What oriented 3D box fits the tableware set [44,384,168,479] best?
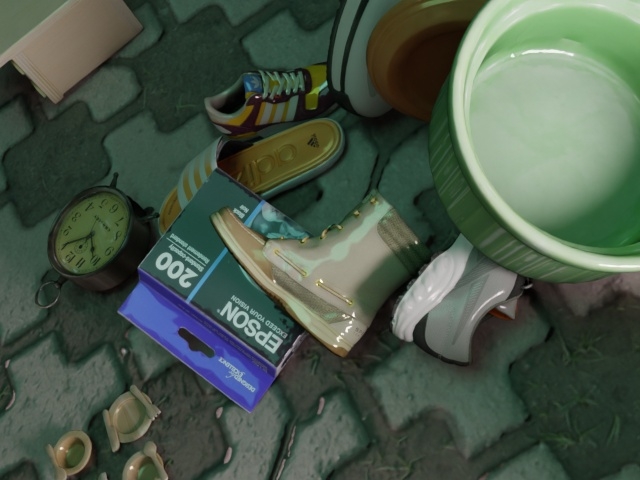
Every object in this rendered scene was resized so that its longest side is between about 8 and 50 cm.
[{"bbox_3d":[-0.249,0.258,1.413,0.169,0.020,0.141,-35,54,7],"label":"tableware set"}]

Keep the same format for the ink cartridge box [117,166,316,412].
[{"bbox_3d":[-0.100,0.054,1.386,0.206,0.045,0.208,35,84,14],"label":"ink cartridge box"}]

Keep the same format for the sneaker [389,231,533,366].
[{"bbox_3d":[0.188,0.015,1.277,0.108,0.100,0.271,36,81,12],"label":"sneaker"}]

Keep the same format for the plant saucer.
[{"bbox_3d":[0.150,-0.193,1.326,0.200,0.200,0.037,-16,47,20],"label":"plant saucer"}]

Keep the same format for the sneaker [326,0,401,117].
[{"bbox_3d":[0.202,-0.285,1.339,0.257,0.169,0.447,42,108,28],"label":"sneaker"}]

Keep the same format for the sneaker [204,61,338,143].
[{"bbox_3d":[-0.053,-0.181,1.501,0.185,0.084,0.069,-25,56,15],"label":"sneaker"}]

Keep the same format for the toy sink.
[{"bbox_3d":[-0.396,-0.299,1.717,0.234,0.131,0.153,-40,53,-2],"label":"toy sink"}]

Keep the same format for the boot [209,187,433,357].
[{"bbox_3d":[0.000,0.000,1.320,0.213,0.077,0.165,43,89,8],"label":"boot"}]

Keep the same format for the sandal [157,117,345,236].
[{"bbox_3d":[-0.100,-0.091,1.483,0.265,0.076,0.102,-28,55,13],"label":"sandal"}]

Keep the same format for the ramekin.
[{"bbox_3d":[0.251,-0.102,1.183,0.303,0.148,0.303,3,75,-10],"label":"ramekin"}]

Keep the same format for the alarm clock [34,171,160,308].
[{"bbox_3d":[-0.292,0.013,1.537,0.192,0.064,0.129,-45,53,-3],"label":"alarm clock"}]
